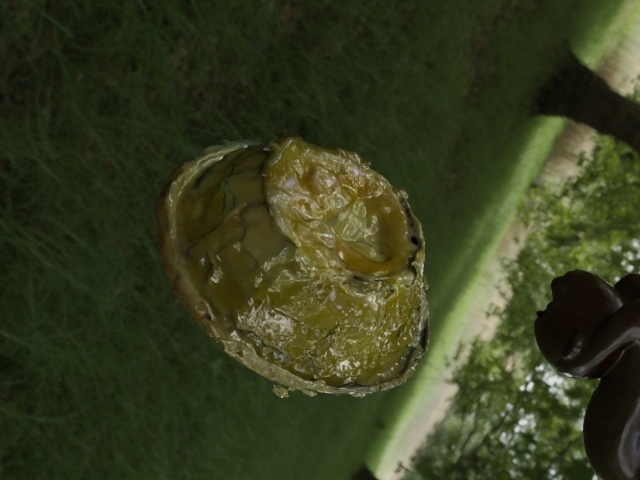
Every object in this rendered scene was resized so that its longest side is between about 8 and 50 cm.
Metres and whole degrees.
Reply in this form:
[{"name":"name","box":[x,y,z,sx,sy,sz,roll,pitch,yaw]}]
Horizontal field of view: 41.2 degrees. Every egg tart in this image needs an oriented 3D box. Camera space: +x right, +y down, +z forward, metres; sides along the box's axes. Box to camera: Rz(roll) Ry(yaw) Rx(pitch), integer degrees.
[{"name":"egg tart","box":[0.000,0.000,0.810,0.120,0.315,0.315,-48,177,39]}]

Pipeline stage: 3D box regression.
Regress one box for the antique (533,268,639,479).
[{"name":"antique","box":[0.308,0.147,0.851,0.143,0.257,0.121,-30,-178,27]}]
